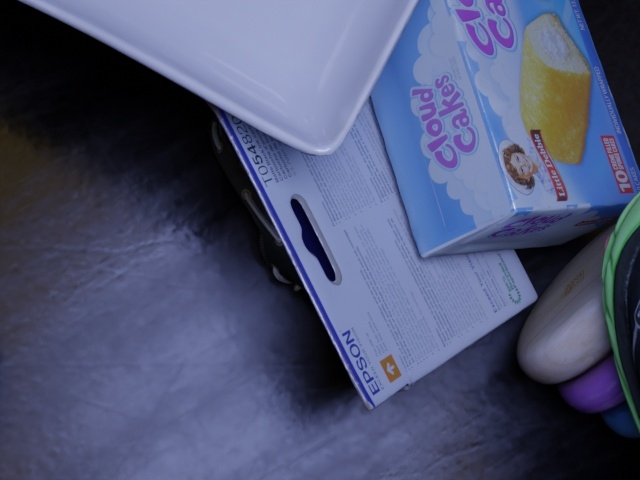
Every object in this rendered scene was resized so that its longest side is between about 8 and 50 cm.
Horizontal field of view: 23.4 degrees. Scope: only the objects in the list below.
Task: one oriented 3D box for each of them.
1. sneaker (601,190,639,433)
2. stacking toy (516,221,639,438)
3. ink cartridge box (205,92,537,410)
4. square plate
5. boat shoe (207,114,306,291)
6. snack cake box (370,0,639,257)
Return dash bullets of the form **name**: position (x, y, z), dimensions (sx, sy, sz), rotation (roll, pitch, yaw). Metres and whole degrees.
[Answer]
- **sneaker**: position (0.298, 0.187, 0.912), dimensions (0.185, 0.202, 0.482), rotation (-25, 100, -3)
- **stacking toy**: position (0.297, 0.136, 1.067), dimensions (0.330, 0.141, 0.141), rotation (41, 77, -6)
- **ink cartridge box**: position (0.029, -0.017, 1.019), dimensions (0.224, 0.045, 0.223), rotation (-26, 89, -51)
- **square plate**: position (-0.065, -0.259, 0.973), dimensions (0.347, 0.049, 0.344), rotation (28, 73, 8)
- **boat shoe**: position (0.000, 0.000, 1.076), dimensions (0.084, 0.079, 0.233), rotation (-28, 90, -57)
- **snack cake box**: position (0.108, -0.128, 1.053), dimensions (0.152, 0.089, 0.264), rotation (-4, 72, -46)
